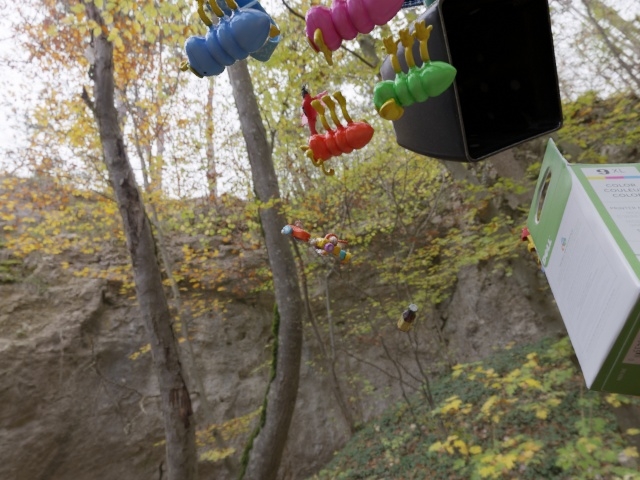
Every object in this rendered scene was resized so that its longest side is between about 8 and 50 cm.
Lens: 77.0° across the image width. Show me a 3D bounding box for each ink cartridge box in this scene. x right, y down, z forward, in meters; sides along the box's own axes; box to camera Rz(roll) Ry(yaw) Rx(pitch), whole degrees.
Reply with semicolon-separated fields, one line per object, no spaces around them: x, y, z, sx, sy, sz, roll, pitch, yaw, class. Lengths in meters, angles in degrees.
0.238;0.006;0.337;0.062;0.209;0.108;1;-52;12;ink cartridge box

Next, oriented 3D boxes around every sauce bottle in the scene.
0.269;0.235;1.234;0.042;0.042;0.128;-9;-38;-15;sauce bottle

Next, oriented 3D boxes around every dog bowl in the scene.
-0.239;-0.699;1.238;0.074;0.165;0.297;-27;-63;36;dog bowl

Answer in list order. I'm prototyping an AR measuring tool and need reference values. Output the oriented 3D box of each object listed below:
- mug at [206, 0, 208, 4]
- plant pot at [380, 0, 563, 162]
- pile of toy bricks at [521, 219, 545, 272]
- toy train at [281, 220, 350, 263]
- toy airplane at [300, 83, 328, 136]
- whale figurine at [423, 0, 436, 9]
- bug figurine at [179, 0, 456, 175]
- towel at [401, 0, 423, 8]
-0.293;-0.697;1.021;0.130;0.157;0.097;-19;-36;39;mug
0.192;-0.217;0.563;0.188;0.167;0.187;-23;-74;-24;plant pot
0.500;-0.026;0.789;0.213;0.105;0.118;-23;-41;10;pile of toy bricks
0.000;0.000;0.868;0.166;0.125;0.046;32;-100;-54;toy train
-0.016;-0.235;0.805;0.028;0.151;0.151;-18;-30;-21;toy airplane
0.348;-0.720;1.089;0.217;0.271;0.141;-5;-6;-26;whale figurine
0.010;-0.164;0.409;0.217;0.072;0.279;-17;-25;32;bug figurine
0.156;-0.718;1.250;0.336;0.243;0.040;-25;-62;-27;towel
